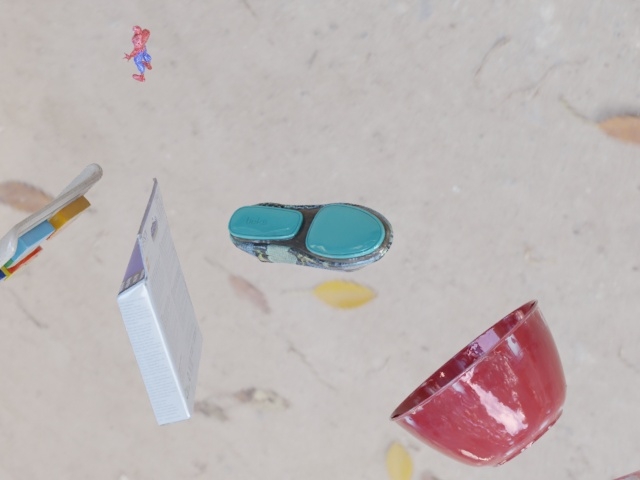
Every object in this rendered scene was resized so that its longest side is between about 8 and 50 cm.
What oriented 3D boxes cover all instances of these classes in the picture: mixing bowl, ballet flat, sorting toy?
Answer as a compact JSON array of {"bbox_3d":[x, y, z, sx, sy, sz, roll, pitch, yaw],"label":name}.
[{"bbox_3d":[0.164,0.148,1.189,0.098,0.181,0.181,50,122,3],"label":"mixing bowl"},{"bbox_3d":[0.000,0.000,1.172,0.188,0.070,0.070,11,121,39],"label":"ballet flat"},{"bbox_3d":[-0.345,0.011,1.443,0.038,0.208,0.193,47,122,-7],"label":"sorting toy"}]

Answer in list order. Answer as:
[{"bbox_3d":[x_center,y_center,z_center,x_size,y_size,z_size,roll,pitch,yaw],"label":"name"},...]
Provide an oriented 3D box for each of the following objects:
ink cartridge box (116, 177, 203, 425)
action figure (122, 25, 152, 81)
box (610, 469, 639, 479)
[{"bbox_3d":[-0.188,0.064,1.446,0.045,0.223,0.224,-12,108,2],"label":"ink cartridge box"},{"bbox_3d":[-0.244,-0.256,1.697,0.030,0.038,0.115,29,157,4],"label":"action figure"},{"bbox_3d":[0.061,0.196,0.415,0.154,0.142,0.300,66,148,24],"label":"box"}]
